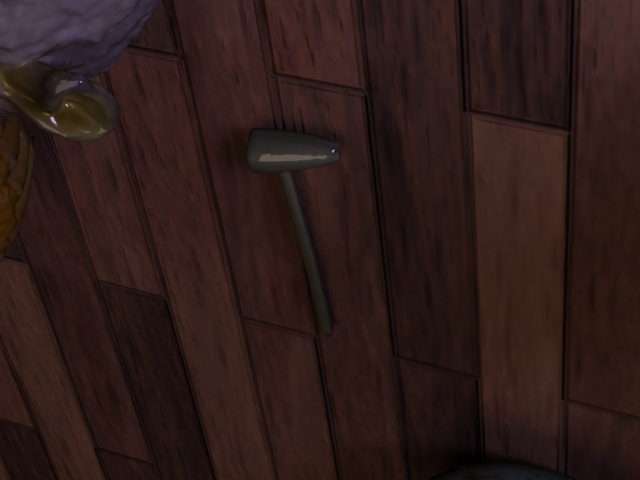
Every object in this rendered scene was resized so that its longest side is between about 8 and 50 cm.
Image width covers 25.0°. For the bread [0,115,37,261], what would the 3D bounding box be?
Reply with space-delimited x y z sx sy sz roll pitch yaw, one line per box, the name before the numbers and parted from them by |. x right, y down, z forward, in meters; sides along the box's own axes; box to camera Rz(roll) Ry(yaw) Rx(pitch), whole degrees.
bread | -0.296 -0.075 0.965 0.240 0.139 0.240 17 141 14

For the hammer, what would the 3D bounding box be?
hammer | 0.000 0.000 0.965 0.060 0.028 0.195 5 140 18

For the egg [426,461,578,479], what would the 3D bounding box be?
egg | 0.150 0.245 1.029 0.231 0.169 0.169 7 139 7

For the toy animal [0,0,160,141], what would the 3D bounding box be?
toy animal | -0.173 -0.192 0.718 0.226 0.188 0.358 19 142 -5
